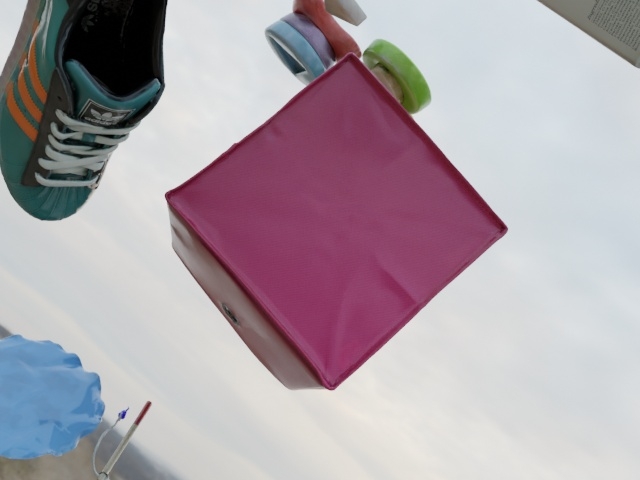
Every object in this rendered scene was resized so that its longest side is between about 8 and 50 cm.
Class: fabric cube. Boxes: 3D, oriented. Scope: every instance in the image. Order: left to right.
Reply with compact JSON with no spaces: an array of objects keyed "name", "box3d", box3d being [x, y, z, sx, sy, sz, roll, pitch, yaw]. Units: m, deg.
[{"name":"fabric cube","box3d":[0.000,0.000,0.860,0.254,0.259,0.258,50,-14,2]}]

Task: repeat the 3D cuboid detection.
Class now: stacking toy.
[{"name":"stacking toy","box3d":[0.029,-0.262,1.227,0.309,0.130,0.279,48,-6,-5]}]

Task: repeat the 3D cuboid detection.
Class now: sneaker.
[{"name":"sneaker","box3d":[-0.203,-0.119,0.635,0.121,0.108,0.302,55,-46,37]}]

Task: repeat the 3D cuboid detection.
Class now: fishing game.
[{"name":"fishing game","box3d":[-0.326,0.172,0.816,0.264,0.041,0.189,25,25,-2]}]

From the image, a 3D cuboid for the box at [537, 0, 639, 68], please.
[{"name":"box","box3d":[0.286,-0.266,0.745,0.094,0.113,0.275,6,35,-25]}]
